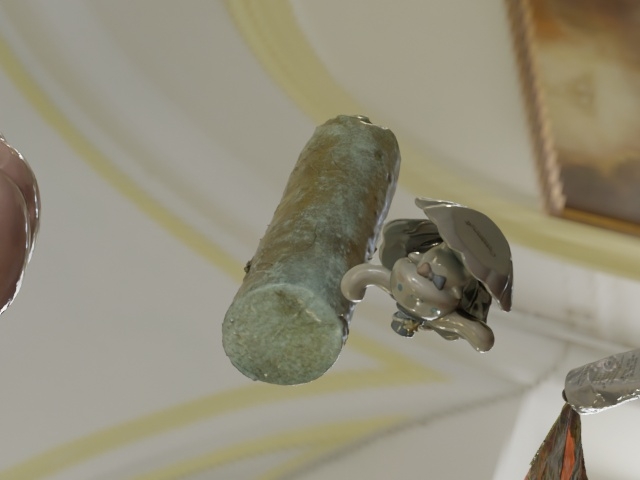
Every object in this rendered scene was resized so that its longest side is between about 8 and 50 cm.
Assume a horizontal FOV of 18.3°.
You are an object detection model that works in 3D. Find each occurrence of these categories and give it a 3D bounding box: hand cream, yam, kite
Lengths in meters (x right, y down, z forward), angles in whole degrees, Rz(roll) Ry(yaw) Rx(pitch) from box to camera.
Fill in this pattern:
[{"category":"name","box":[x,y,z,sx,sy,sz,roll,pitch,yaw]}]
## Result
[{"category":"hand cream","box":[0.131,0.049,0.770,0.019,0.093,0.030,48,-132,-20]},{"category":"yam","box":[0.000,0.000,1.535,0.259,0.093,0.093,-69,-18,-52]},{"category":"kite","box":[0.153,0.153,1.260,0.222,0.008,0.125,-142,61,-75]}]

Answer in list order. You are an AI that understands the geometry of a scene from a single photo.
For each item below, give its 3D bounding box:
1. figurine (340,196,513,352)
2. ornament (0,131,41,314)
[{"category":"figurine","box":[0.067,0.025,1.125,0.086,0.094,0.082,-41,-6,27]},{"category":"ornament","box":[-0.293,-0.020,1.467,0.177,0.177,0.177,-48,-34,-49]}]
